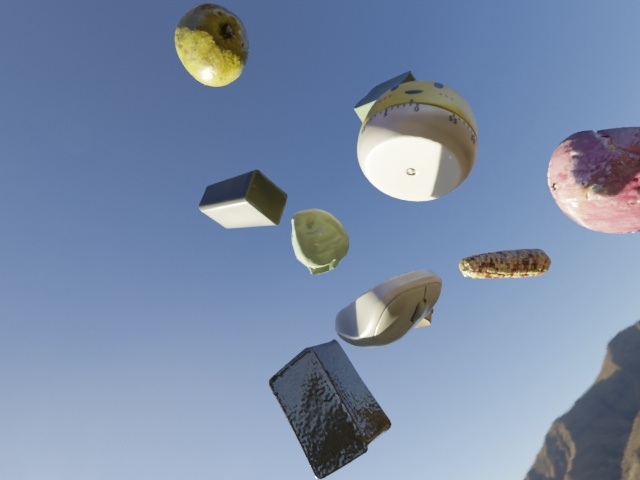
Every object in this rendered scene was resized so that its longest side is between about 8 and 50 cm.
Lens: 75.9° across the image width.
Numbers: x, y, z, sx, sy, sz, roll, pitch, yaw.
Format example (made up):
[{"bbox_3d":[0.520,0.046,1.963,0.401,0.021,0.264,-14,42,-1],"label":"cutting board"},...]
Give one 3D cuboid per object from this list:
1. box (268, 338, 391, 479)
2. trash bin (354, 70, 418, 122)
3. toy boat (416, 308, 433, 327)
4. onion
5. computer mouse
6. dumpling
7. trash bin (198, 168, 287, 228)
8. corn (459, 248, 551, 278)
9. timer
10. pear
[{"bbox_3d":[0.022,0.418,1.046,0.184,0.273,0.143,-46,-26,23],"label":"box"},{"bbox_3d":[0.296,-0.359,1.357,0.158,0.223,0.343,-48,-67,-19],"label":"trash bin"},{"bbox_3d":[0.300,0.254,1.407,0.189,0.061,0.116,7,-35,-8],"label":"toy boat"},{"bbox_3d":[0.620,-0.099,0.772,0.267,0.349,0.158,19,-102,-35],"label":"onion"},{"bbox_3d":[0.150,0.171,0.928,0.184,0.121,0.297,-3,-24,-36],"label":"computer mouse"},{"bbox_3d":[-0.012,-0.002,1.170,0.153,0.108,0.219,-33,-53,-24],"label":"dumpling"},{"bbox_3d":[-0.260,-0.126,1.351,0.164,0.241,0.122,41,-125,-44],"label":"trash bin"},{"bbox_3d":[0.544,0.070,1.215,0.254,0.086,0.086,-3,-52,0],"label":"corn"},{"bbox_3d":[0.227,-0.256,0.941,0.286,0.285,0.284,-20,-49,-24],"label":"timer"},{"bbox_3d":[-0.157,-0.284,0.602,0.107,0.131,0.107,-4,-82,-27],"label":"pear"}]
